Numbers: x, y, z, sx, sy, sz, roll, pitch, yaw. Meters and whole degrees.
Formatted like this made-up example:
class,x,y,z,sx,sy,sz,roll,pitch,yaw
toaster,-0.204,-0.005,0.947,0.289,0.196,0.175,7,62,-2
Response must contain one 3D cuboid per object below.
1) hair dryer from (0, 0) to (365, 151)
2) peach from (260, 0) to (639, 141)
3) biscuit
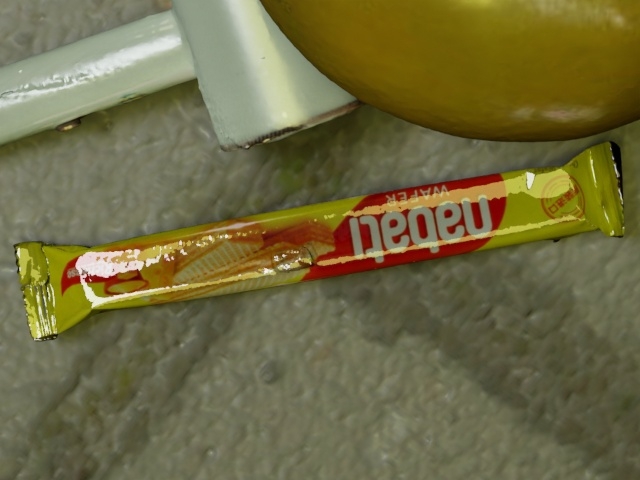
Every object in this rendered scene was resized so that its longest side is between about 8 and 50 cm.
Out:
class,x,y,z,sx,sy,sz,roll,pitch,yaw
hair dryer,-0.108,-0.086,0.633,0.236,0.073,0.131,-18,98,15
peach,0.078,-0.159,0.548,0.251,0.153,0.251,-1,99,-7
biscuit,0.000,0.000,0.657,0.291,0.026,0.048,-10,81,4
